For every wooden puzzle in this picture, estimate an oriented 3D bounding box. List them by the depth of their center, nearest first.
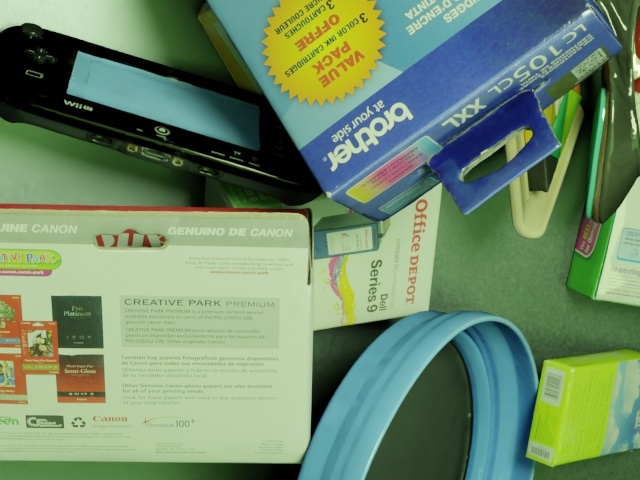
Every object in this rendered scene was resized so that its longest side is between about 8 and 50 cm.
[{"bbox_3d":[0.213,-0.156,1.668,0.044,0.221,0.239,2,131,22],"label":"wooden puzzle"}]

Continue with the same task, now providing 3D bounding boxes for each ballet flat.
[{"bbox_3d":[0.307,-0.157,1.731,0.096,0.095,0.280,-1,93,8],"label":"ballet flat"}]

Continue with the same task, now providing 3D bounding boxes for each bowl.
[{"bbox_3d":[0.091,0.254,1.696,0.391,0.077,0.391,-31,128,-50],"label":"bowl"}]

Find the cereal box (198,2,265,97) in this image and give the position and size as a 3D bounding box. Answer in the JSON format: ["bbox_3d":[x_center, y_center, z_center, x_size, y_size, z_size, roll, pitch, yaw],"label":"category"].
[{"bbox_3d":[0.030,-0.196,1.645,0.240,0.047,0.173,-24,111,15],"label":"cereal box"}]

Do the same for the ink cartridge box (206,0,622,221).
[{"bbox_3d":[0.066,-0.203,1.484,0.270,0.151,0.395,-36,74,12],"label":"ink cartridge box"}]

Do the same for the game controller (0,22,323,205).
[{"bbox_3d":[-0.141,-0.114,1.566,0.319,0.166,0.067,16,108,-10],"label":"game controller"}]

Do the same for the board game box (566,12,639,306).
[{"bbox_3d":[0.412,-0.079,1.851,0.242,0.064,0.317,10,98,-21],"label":"board game box"}]

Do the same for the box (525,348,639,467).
[{"bbox_3d":[0.291,0.173,1.845,0.178,0.042,0.109,-2,105,-49],"label":"box"}]

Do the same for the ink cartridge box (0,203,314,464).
[{"bbox_3d":[-0.160,0.056,1.551,0.309,0.130,0.272,1,124,-2],"label":"ink cartridge box"}]

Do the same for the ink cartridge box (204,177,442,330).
[{"bbox_3d":[0.000,0.000,1.685,0.212,0.093,0.154,-8,124,-20],"label":"ink cartridge box"}]
